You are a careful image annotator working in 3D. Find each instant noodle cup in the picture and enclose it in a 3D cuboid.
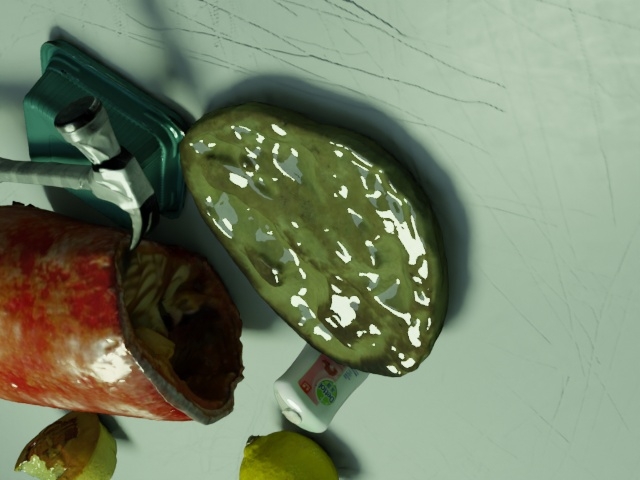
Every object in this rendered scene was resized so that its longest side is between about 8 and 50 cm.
[{"bbox_3d":[-0.213,-0.090,1.078,0.179,0.070,0.157,32,147,11],"label":"instant noodle cup"}]

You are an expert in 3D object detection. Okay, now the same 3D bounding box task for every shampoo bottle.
[{"bbox_3d":[-0.003,0.141,1.100,0.072,0.099,0.043,50,145,-13],"label":"shampoo bottle"}]

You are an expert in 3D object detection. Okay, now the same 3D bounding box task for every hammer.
[{"bbox_3d":[-0.310,-0.076,1.096,0.427,0.044,0.152,9,138,42],"label":"hammer"}]

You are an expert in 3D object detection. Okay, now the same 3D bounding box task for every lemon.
[{"bbox_3d":[-0.038,0.275,1.281,0.133,0.109,0.109,48,146,-7],"label":"lemon"}]

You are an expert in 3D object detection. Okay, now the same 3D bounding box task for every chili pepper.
[{"bbox_3d":[-0.236,0.068,1.176,0.305,0.229,0.251,0,131,31],"label":"chili pepper"}]

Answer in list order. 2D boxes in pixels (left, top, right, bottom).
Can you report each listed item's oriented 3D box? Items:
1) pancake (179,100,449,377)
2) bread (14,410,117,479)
[{"bbox_3d":[0.000,0.000,0.986,0.294,0.049,0.294,27,142,24],"label":"pancake"},{"bbox_3d":[-0.363,0.309,1.630,0.156,0.125,0.086,2,139,45],"label":"bread"}]
